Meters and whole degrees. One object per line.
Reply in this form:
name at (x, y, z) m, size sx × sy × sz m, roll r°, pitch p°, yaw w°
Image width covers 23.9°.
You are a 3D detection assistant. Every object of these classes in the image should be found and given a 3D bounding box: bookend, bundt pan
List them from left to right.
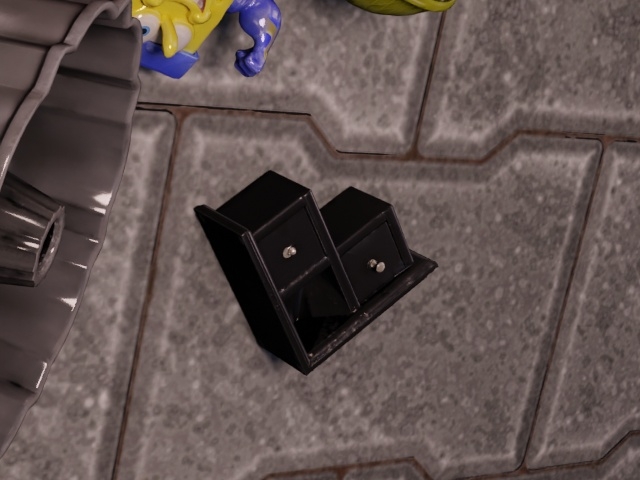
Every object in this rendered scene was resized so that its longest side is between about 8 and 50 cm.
bundt pan at (-0.227, -0.014, 0.952) m, size 0.124 × 0.331 × 0.331 m, roll 18°, pitch 100°, yaw 2°
bookend at (0.000, 0.000, 1.260) m, size 0.157 × 0.072 × 0.156 m, roll -38°, pitch 127°, yaw -21°

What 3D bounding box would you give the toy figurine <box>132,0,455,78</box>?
toy figurine at (-0.096, -0.207, 1.089) m, size 0.362 × 0.191 × 0.217 m, roll 13°, pitch 130°, yaw -48°
